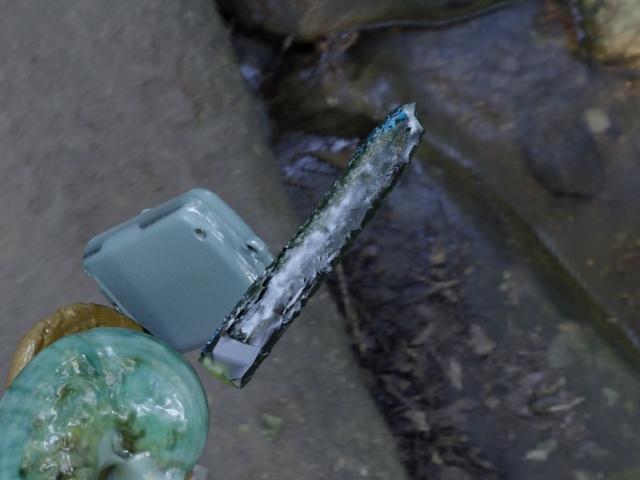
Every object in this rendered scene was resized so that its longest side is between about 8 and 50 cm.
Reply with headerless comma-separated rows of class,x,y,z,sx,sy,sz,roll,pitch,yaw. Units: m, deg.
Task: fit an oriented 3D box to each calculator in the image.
calculator,-0.121,0.033,1.334,0.141,0.246,0.045,50,53,-14

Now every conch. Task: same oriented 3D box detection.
conch,-0.155,0.152,1.061,0.188,0.122,0.175,-37,105,-48

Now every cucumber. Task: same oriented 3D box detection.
cucumber,0.001,0.000,1.110,0.043,0.044,0.256,35,77,10

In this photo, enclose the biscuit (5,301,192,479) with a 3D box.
biscuit,-0.189,0.160,1.288,0.226,0.042,0.225,27,56,-50
